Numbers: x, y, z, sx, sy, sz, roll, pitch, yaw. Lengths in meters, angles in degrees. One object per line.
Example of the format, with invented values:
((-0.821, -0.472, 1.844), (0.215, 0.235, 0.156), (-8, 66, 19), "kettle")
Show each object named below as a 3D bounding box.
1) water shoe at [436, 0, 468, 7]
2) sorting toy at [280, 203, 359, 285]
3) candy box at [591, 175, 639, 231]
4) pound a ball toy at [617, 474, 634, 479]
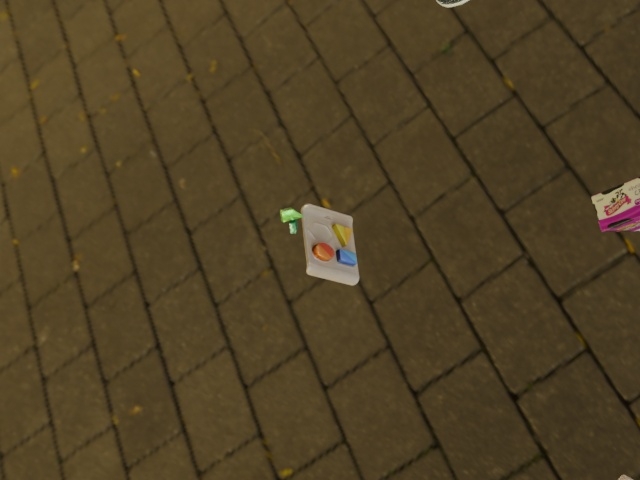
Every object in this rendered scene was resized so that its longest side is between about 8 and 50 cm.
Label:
((0.305, -0.499, 2.075), (0.203, 0.080, 0.072), (-28, 81, 37), "water shoe")
((0.000, 0.000, 0.912), (0.012, 0.083, 0.062), (-25, 60, 43), "sorting toy")
((0.609, -0.071, 1.937), (0.159, 0.233, 0.071), (-26, 71, 44), "candy box")
((0.526, 0.498, 1.594), (0.319, 0.135, 0.208), (30, 46, 28), "pound a ball toy")
